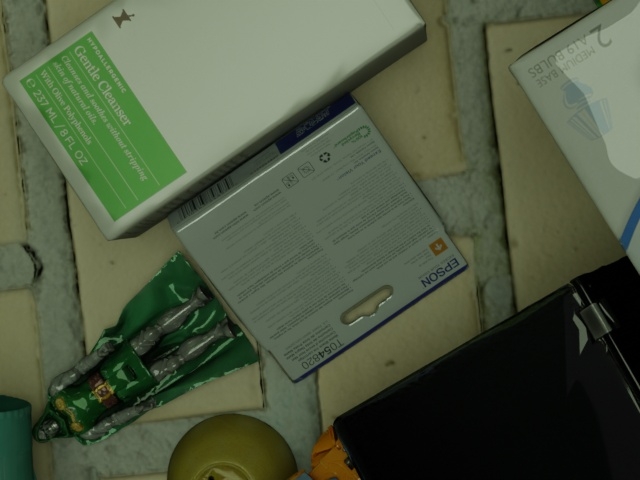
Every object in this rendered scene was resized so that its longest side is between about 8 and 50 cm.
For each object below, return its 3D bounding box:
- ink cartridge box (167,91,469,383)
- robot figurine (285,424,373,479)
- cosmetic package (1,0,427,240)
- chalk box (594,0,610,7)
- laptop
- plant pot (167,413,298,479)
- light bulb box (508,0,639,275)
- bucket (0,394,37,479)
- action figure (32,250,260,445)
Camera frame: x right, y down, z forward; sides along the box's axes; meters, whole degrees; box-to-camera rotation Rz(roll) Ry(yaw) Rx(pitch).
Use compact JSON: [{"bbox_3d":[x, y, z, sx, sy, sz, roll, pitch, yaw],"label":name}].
[{"bbox_3d":[0.000,0.000,1.884,0.223,0.045,0.224,-34,119,3],"label":"ink cartridge box"},{"bbox_3d":[-0.042,0.319,1.851,0.291,0.211,0.085,-47,64,0],"label":"robot figurine"},{"bbox_3d":[-0.096,-0.178,1.850,0.365,0.155,0.197,-35,88,5],"label":"cosmetic package"},{"bbox_3d":[0.378,-0.177,1.804,0.132,0.213,0.132,-36,48,16],"label":"chalk box"},{"bbox_3d":[0.303,0.228,1.775,0.408,0.236,0.382,-20,77,-37],"label":"laptop"},{"bbox_3d":[-0.092,0.244,1.890,0.134,0.095,0.134,0,91,4],"label":"plant pot"},{"bbox_3d":[0.404,-0.093,1.575,0.358,0.225,0.361,-33,92,16],"label":"light bulb box"},{"bbox_3d":[-0.401,0.241,1.826,0.281,0.281,0.183,4,91,3],"label":"bucket"},{"bbox_3d":[-0.194,0.134,1.913,0.232,0.063,0.137,-36,93,7],"label":"action figure"}]
